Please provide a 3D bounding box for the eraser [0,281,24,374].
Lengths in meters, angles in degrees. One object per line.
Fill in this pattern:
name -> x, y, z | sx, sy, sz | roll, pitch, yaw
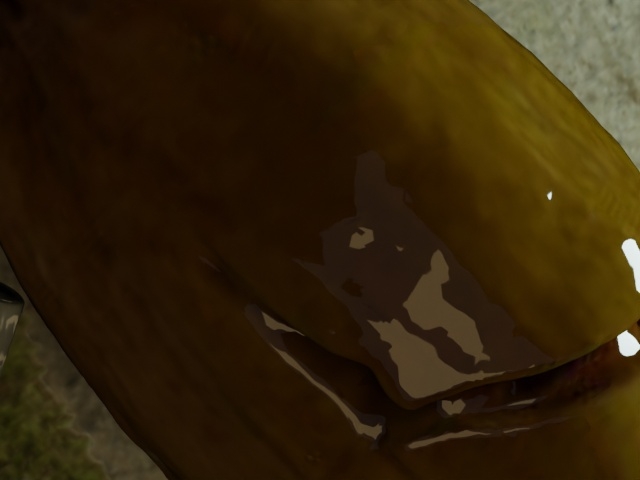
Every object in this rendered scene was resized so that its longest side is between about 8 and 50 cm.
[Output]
eraser -> -0.234, 0.128, 0.535 | 0.171, 0.087, 0.290 | 15, 102, -29

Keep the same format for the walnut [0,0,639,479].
walnut -> 0.000, 0.000, 0.535 | 0.336, 0.209, 0.209 | 40, 90, -15
